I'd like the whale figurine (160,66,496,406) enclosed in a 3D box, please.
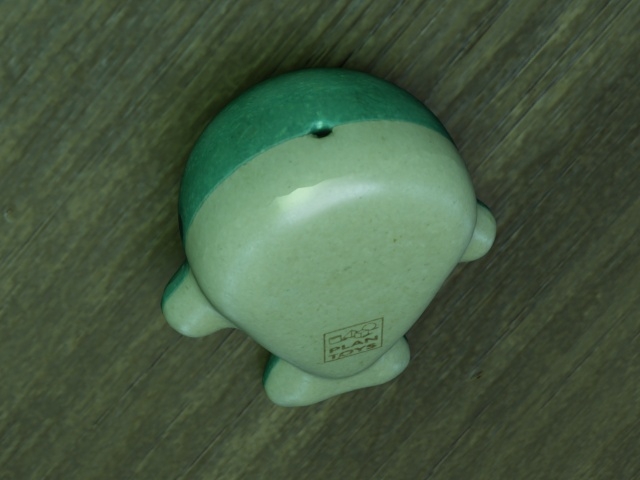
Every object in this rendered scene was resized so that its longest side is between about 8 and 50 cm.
[{"bbox_3d":[0.000,0.000,1.060,0.216,0.141,0.272,-17,147,-7],"label":"whale figurine"}]
